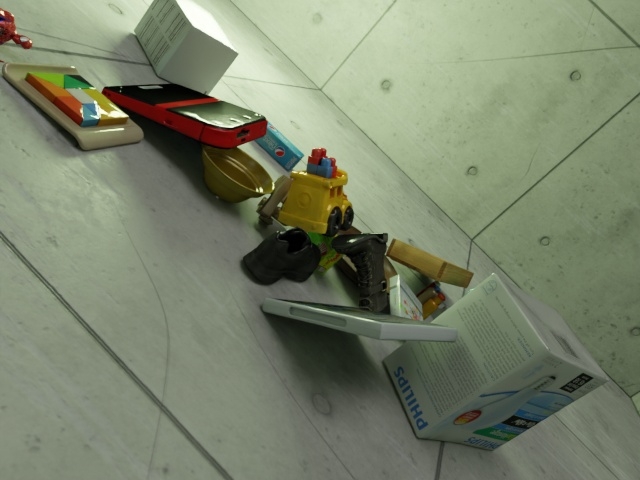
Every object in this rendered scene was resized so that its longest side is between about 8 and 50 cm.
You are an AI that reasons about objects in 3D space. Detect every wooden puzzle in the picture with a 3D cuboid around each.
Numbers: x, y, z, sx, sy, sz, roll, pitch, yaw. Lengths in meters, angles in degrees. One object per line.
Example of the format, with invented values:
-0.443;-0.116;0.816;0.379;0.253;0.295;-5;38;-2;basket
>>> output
-0.529;-0.304;1.141;0.239;0.044;0.221;44;22;0;wooden puzzle

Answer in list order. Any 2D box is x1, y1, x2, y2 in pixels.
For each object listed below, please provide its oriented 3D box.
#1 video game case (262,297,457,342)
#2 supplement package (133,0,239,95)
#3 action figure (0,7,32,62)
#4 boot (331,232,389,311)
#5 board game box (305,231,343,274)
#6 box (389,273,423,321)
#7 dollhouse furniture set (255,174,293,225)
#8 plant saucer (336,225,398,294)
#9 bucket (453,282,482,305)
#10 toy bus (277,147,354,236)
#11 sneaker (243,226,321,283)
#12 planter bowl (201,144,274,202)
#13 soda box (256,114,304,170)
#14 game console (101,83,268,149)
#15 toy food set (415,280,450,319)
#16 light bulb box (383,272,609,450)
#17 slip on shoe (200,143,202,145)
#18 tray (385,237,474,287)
0.092;0.175;1.127;0.300;0.036;0.329;6;-5;39;video game case
-0.443;-0.651;1.702;0.199;0.198;0.262;14;37;-52;supplement package
-0.712;-0.443;1.013;0.281;0.091;0.139;20;25;-43;action figure
0.122;0.095;1.381;0.263;0.091;0.228;-5;95;-54;boot
0.000;0.000;1.451;0.043;0.092;0.181;29;26;-36;board game box
0.251;0.209;1.507;0.145;0.038;0.186;51;27;-25;box
-0.086;-0.091;1.397;0.123;0.144;0.151;39;-14;-14;dollhouse furniture set
0.124;0.059;1.621;0.311;0.050;0.310;37;24;-19;plant saucer
0.555;0.274;1.707;0.281;0.281;0.183;13;33;-52;bucket
0.005;-0.132;1.337;0.150;0.211;0.220;16;15;22;toy bus
-0.059;0.028;1.251;0.109;0.130;0.286;48;21;13;sneaker
-0.232;-0.162;1.335;0.217;0.090;0.217;34;23;-16;planter bowl
-0.160;-0.342;1.817;0.210;0.067;0.071;43;22;-3;soda box
-0.343;-0.348;1.413;0.342;0.060;0.386;20;20;5;game console
0.400;0.205;1.761;0.232;0.104;0.111;15;36;-51;toy food set
0.422;0.314;1.265;0.358;0.361;0.225;25;30;-39;light bulb box
-0.313;-0.275;1.464;0.135;0.051;0.041;43;9;13;slip on shoe
0.402;0.090;1.857;0.203;0.076;0.411;26;4;29;tray
